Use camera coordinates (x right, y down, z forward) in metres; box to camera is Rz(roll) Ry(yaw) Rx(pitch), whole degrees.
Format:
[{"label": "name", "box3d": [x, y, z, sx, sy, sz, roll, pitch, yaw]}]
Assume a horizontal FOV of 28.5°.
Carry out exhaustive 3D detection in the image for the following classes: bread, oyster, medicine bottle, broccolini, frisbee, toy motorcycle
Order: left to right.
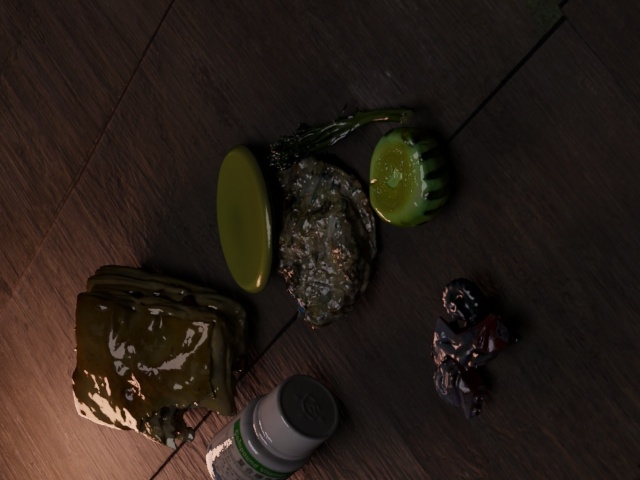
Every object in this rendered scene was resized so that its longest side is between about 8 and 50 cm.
[{"label": "bread", "box3d": [-0.291, 0.214, 2.176, 0.370, 0.192, 0.314, 20, 118, 38]}, {"label": "frisbee", "box3d": [-0.120, -0.033, 1.971, 0.236, 0.017, 0.235, 173, 90, -67]}, {"label": "medicine bottle", "box3d": [-0.076, 0.319, 2.039, 0.237, 0.139, 0.139, -44, 74, 43]}, {"label": "oyster", "box3d": [-0.006, 0.000, 1.884, 0.198, 0.092, 0.259, 4, 105, 40]}, {"label": "broccolini", "box3d": [0.021, -0.147, 1.765, 0.272, 0.123, 0.062, -9, 126, 50]}, {"label": "bread", "box3d": [0.123, -0.087, 1.730, 0.130, 0.071, 0.139, -10, 92, 50]}, {"label": "toy motorcycle", "box3d": [0.211, 0.156, 1.733, 0.122, 0.082, 0.213, 40, 139, 41]}]
